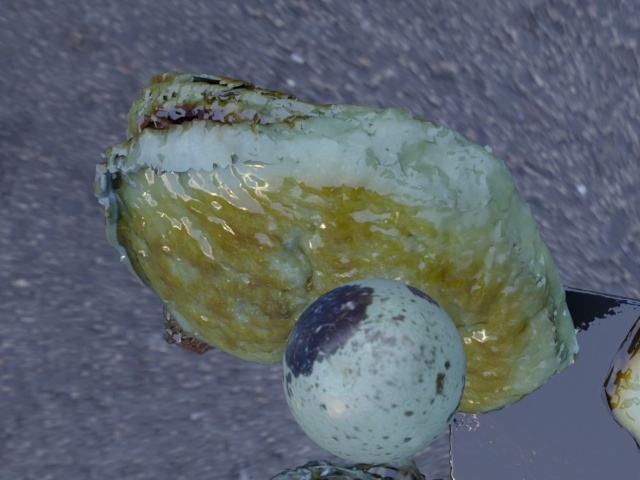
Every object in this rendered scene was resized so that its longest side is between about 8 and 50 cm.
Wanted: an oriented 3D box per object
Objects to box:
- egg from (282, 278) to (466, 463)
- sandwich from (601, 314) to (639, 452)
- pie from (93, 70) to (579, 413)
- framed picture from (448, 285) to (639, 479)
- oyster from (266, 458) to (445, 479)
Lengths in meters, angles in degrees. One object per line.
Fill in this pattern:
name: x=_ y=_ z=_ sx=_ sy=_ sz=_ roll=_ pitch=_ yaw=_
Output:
egg: x=0.025 y=0.059 z=0.825 sx=0.085 sy=0.110 sz=0.085 roll=0 pitch=79 yaw=1
sandwich: x=0.311 y=0.051 z=0.895 sx=0.271 sy=0.099 sz=0.301 roll=42 pitch=105 yaw=35
pie: x=0.018 y=-0.003 z=1.598 sx=0.418 sy=0.395 sz=0.180 roll=10 pitch=58 yaw=21
framed picture: x=0.265 y=0.158 z=1.686 sx=0.324 sy=0.013 sz=0.244 roll=10 pitch=120 yaw=26
oyster: x=0.030 y=0.245 z=1.417 sx=0.268 sy=0.198 sz=0.112 roll=5 pitch=101 yaw=-14
